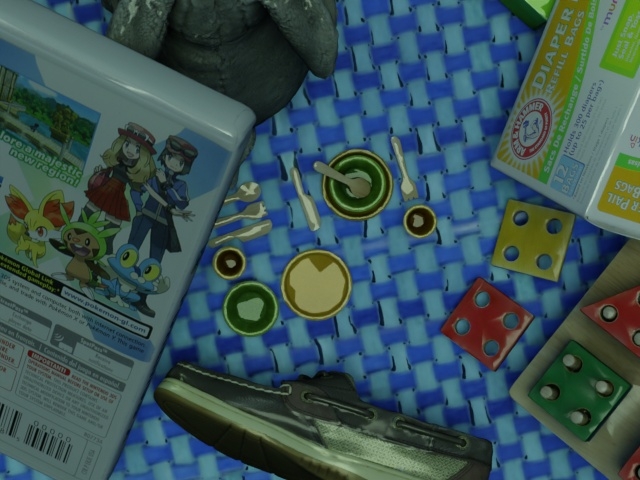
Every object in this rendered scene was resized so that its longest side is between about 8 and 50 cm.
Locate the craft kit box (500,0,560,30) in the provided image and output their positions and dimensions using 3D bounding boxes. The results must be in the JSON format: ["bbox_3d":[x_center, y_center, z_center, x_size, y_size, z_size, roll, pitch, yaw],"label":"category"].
[{"bbox_3d":[0.129,-0.309,0.778,0.250,0.061,0.247,40,94,-4],"label":"craft kit box"}]

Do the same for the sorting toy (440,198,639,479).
[{"bbox_3d":[0.197,0.080,0.753,0.274,0.046,0.132,40,97,22],"label":"sorting toy"}]

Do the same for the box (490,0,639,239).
[{"bbox_3d":[0.204,-0.108,0.735,0.103,0.114,0.203,15,102,-28],"label":"box"}]

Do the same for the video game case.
[{"bbox_3d":[-0.232,-0.023,0.701,0.329,0.036,0.300,27,126,1],"label":"video game case"}]

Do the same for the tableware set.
[{"bbox_3d":[0.000,0.000,0.805,0.154,0.024,0.104,-19,94,-1],"label":"tableware set"}]

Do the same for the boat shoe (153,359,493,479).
[{"bbox_3d":[0.005,0.121,0.792,0.223,0.080,0.073,22,67,4],"label":"boat shoe"}]

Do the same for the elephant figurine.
[{"bbox_3d":[-0.064,-0.149,0.685,0.186,0.239,0.169,44,91,-4],"label":"elephant figurine"}]
